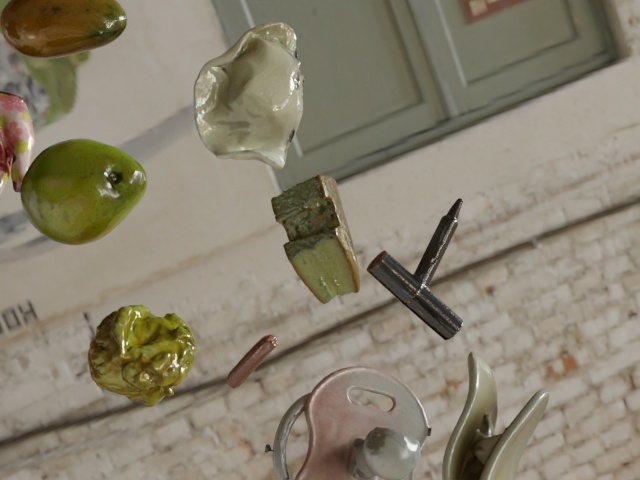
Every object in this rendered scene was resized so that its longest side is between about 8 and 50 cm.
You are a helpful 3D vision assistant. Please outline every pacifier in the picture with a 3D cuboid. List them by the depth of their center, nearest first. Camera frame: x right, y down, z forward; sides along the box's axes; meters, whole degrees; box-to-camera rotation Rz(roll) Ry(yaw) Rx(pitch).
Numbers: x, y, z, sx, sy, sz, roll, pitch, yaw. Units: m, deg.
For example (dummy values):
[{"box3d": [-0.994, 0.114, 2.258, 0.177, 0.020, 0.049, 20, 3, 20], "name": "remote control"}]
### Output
[{"box3d": [0.079, 0.374, 1.917, 0.273, 0.220, 0.332, -6, -116, 35], "name": "pacifier"}]

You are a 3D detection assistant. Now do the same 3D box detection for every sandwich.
[{"box3d": [0.000, 0.000, 2.201, 0.122, 0.235, 0.128, -21, 171, 17], "name": "sandwich"}]

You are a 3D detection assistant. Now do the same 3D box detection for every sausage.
[{"box3d": [-0.127, 0.222, 2.037, 0.147, 0.035, 0.030, -46, -171, 29], "name": "sausage"}]

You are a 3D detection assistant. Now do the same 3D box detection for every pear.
[{"box3d": [-0.394, -0.084, 1.867, 0.220, 0.187, 0.187, -2, -158, 34], "name": "pear"}]

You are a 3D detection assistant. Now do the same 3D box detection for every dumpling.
[{"box3d": [-0.154, -0.304, 2.362, 0.243, 0.318, 0.187, 4, 169, -16], "name": "dumpling"}]

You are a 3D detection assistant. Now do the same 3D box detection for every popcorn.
[{"box3d": [-0.314, 0.204, 1.941, 0.198, 0.155, 0.197, 20, -156, -9], "name": "popcorn"}]

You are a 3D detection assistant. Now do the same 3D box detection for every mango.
[{"box3d": [-0.454, -0.391, 1.975, 0.221, 0.120, 0.151, -9, -139, -5], "name": "mango"}]

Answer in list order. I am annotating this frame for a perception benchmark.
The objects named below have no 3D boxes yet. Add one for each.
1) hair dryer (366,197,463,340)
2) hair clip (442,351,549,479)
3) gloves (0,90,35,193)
[{"box3d": [0.195, 0.033, 1.766, 0.195, 0.173, 0.050, -49, -169, -15], "name": "hair dryer"}, {"box3d": [0.221, 0.293, 1.455, 0.113, 0.282, 0.172, 10, 176, 24], "name": "hair clip"}, {"box3d": [-0.597, -0.155, 2.009, 0.126, 0.145, 0.241, -21, -129, 50], "name": "gloves"}]
